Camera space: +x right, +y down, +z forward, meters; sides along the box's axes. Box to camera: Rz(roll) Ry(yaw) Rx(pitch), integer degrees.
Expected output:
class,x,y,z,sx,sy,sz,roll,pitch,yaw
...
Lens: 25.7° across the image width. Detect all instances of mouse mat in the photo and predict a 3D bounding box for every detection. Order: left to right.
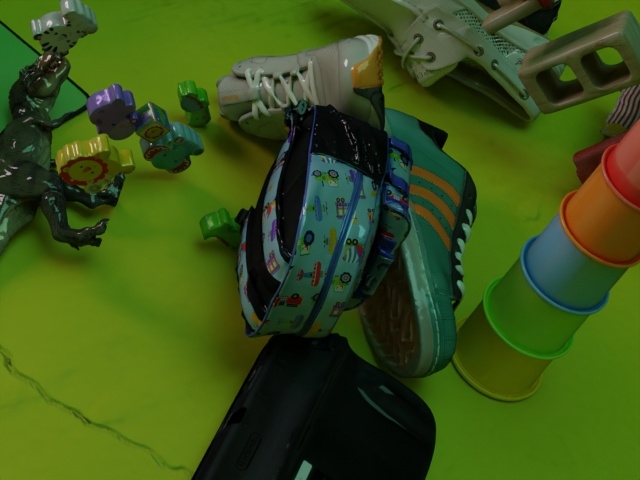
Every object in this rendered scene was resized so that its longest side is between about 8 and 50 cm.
class,x,y,z,sx,sy,sz,roll,pitch,yaw
mouse mat,-0.310,-0.129,1.214,0.152,0.007,0.189,40,43,9

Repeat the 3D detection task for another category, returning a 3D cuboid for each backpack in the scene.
class,x,y,z,sx,sy,sz,roll,pitch,yaw
backpack,0.000,0.000,1.106,0.117,0.158,0.173,19,38,-12

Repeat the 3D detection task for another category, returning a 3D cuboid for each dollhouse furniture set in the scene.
class,x,y,z,sx,sy,sz,roll,pitch,yaw
dollhouse furniture set,0.299,-0.208,1.392,0.374,0.152,0.201,54,40,-21

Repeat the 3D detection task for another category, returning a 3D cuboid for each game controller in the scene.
class,x,y,z,sx,sy,sz,roll,pitch,yaw
game controller,-0.013,0.201,1.050,0.166,0.067,0.319,40,43,-11

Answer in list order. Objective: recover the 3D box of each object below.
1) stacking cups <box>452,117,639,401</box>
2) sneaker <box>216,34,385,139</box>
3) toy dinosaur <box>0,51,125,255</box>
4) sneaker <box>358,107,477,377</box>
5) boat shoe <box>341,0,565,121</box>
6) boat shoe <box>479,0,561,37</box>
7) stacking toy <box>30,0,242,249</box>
class,x,y,z,sx,sy,sz,roll,pitch,yaw
stacking cups,0.209,0.005,1.148,0.096,0.316,0.096,14,45,-14
sneaker,-0.024,-0.123,1.227,0.121,0.262,0.099,-1,89,-16
toy dinosaur,-0.226,-0.040,1.145,0.118,0.064,0.268,18,48,-7
sneaker,0.094,-0.008,1.248,0.121,0.108,0.302,6,48,-19
boat shoe,0.124,-0.205,1.449,0.277,0.098,0.096,23,81,-13
boat shoe,0.162,-0.275,1.547,0.233,0.079,0.084,3,52,-23
stacking toy,-0.150,-0.090,1.187,0.221,0.052,0.167,31,34,-50
